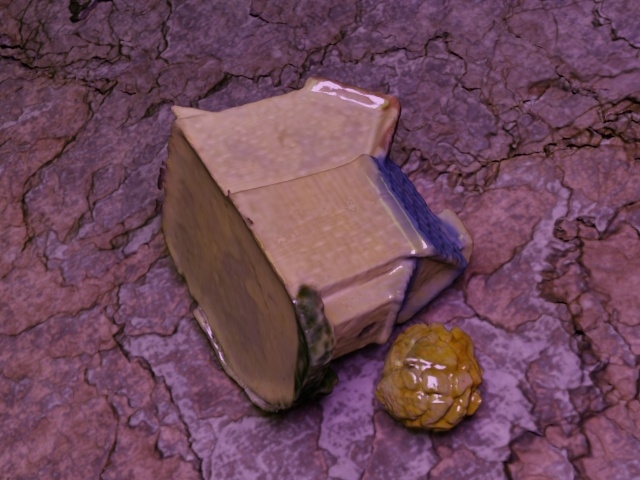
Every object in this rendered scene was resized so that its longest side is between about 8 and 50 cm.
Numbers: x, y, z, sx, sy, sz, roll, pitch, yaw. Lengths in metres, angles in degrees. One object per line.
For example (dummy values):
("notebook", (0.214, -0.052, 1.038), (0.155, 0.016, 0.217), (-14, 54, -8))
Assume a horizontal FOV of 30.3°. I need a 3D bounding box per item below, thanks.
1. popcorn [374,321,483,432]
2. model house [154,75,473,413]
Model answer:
("popcorn", (0.115, 0.147, 1.235), (0.120, 0.116, 0.106), (53, 127, 35))
("model house", (0.000, 0.000, 1.303), (0.266, 0.261, 0.321), (-23, 64, -23))
